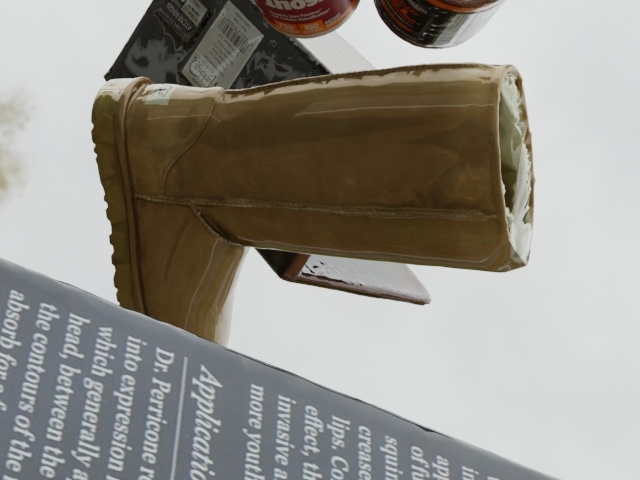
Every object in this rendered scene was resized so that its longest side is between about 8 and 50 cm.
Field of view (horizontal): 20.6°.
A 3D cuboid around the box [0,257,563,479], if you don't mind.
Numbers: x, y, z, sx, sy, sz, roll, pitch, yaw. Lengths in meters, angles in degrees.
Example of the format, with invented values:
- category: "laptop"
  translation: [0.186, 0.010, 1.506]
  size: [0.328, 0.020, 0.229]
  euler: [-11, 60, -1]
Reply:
- category: "box"
  translation: [-0.098, 0.200, 0.664]
  size: [0.395, 0.212, 0.293]
  euler: [23, -52, -17]

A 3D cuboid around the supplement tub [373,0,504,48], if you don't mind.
- category: "supplement tub"
  translation: [0.101, -0.215, 1.326]
  size: [0.106, 0.106, 0.198]
  euler: [41, -10, 0]

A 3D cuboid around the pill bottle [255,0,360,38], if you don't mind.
- category: "pill bottle"
  translation: [-0.023, -0.220, 1.304]
  size: [0.086, 0.086, 0.152]
  euler: [27, -12, 22]

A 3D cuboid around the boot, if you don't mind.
- category: "boot"
  translation: [0.000, 0.000, 1.107]
  size: [0.270, 0.089, 0.236]
  euler: [2, -55, 21]

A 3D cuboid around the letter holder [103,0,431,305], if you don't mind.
- category: "letter holder"
  translation: [-0.005, -0.097, 1.525]
  size: [0.214, 0.152, 0.302]
  euler: [15, 25, -48]
